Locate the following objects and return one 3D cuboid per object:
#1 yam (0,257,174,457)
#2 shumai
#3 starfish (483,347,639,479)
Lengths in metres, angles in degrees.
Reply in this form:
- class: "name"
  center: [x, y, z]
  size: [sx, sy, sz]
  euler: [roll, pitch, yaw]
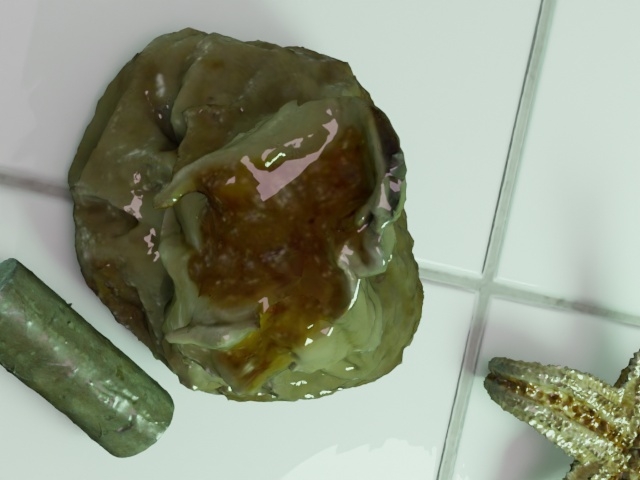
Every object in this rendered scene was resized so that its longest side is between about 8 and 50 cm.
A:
- class: "yam"
  center: [-0.181, 0.085, 0.964]
  size: [0.068, 0.068, 0.169]
  euler: [-51, 119, -14]
- class: "shumai"
  center: [0.000, 0.000, 0.943]
  size: [0.314, 0.262, 0.267]
  euler: [46, 75, -26]
- class: "starfish"
  center: [0.291, 0.174, 1.208]
  size: [0.303, 0.113, 0.312]
  euler: [-10, 109, -25]
